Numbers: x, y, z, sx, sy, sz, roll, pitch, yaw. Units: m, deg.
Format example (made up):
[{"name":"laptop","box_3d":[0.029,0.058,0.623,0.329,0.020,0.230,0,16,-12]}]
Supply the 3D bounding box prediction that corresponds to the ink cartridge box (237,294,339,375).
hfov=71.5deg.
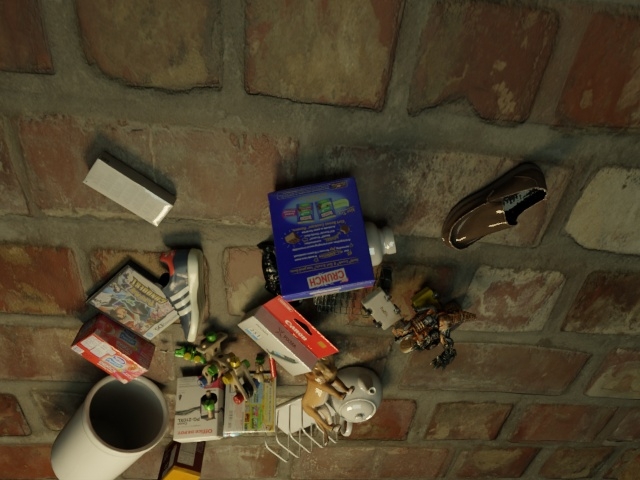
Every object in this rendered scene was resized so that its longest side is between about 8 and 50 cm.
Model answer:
[{"name":"ink cartridge box","box_3d":[-0.121,0.345,1.575,0.296,0.066,0.261,45,140,-10]}]

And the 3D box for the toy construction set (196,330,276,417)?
[{"name":"toy construction set","box_3d":[-0.324,0.451,1.672,0.309,0.257,0.237,-13,109,-27]}]

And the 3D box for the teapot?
[{"name":"teapot","box_3d":[0.146,0.668,1.848,0.253,0.187,0.256,-23,124,13]}]

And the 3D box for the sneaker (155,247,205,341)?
[{"name":"sneaker","box_3d":[-0.479,0.185,1.512,0.148,0.131,0.350,3,111,-5]}]

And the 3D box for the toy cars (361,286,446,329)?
[{"name":"toy cars","box_3d":[0.287,0.222,1.559,0.394,0.087,0.176,3,121,-30]}]

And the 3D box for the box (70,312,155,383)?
[{"name":"box","box_3d":[-0.760,0.397,1.645,0.128,0.122,0.257,-30,121,17]}]

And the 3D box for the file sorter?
[{"name":"file sorter","box_3d":[-0.086,0.822,1.949,0.278,0.173,0.193,-29,121,16]}]

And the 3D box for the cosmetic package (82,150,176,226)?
[{"name":"cosmetic package","box_3d":[-0.560,-0.150,1.318,0.239,0.060,0.099,36,114,-24]}]

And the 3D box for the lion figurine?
[{"name":"lion figurine","box_3d":[-0.006,0.598,1.749,0.240,0.142,0.392,28,111,26]}]

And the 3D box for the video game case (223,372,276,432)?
[{"name":"video game case","box_3d":[-0.285,0.660,1.813,0.206,0.226,0.026,0,161,-3]}]

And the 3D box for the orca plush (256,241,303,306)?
[{"name":"orca plush","box_3d":[-0.128,0.138,1.517,0.151,0.102,0.287,-7,124,1]}]

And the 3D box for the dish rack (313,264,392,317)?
[{"name":"dish rack","box_3d":[0.113,0.181,1.583,0.272,0.074,0.208,5,123,-5]}]

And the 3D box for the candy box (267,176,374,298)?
[{"name":"candy box","box_3d":[0.000,0.000,1.305,0.268,0.317,0.122,-10,163,4]}]

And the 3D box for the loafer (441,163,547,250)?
[{"name":"loafer","box_3d":[0.537,-0.089,1.383,0.134,0.130,0.366,36,116,-24]}]

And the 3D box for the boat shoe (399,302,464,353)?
[{"name":"boat shoe","box_3d":[0.432,0.353,1.701,0.092,0.103,0.285,40,108,-21]}]

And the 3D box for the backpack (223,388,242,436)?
[{"name":"backpack","box_3d":[-0.374,0.725,1.864,0.158,0.173,0.116,2,124,-4]}]

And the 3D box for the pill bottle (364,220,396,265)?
[{"name":"pill bottle","box_3d":[0.103,0.022,1.425,0.264,0.146,0.146,-12,124,5]}]

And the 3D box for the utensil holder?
[{"name":"utensil holder","box_3d":[-0.849,0.771,1.784,0.328,0.327,0.385,32,120,-23]}]

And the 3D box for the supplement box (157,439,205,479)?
[{"name":"supplement box","box_3d":[-0.637,1.017,2.036,0.129,0.194,0.191,29,118,-21]}]

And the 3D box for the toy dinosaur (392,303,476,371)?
[{"name":"toy dinosaur","box_3d":[0.404,0.313,1.540,0.322,0.164,0.218,-4,111,0]}]

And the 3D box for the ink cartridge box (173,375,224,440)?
[{"name":"ink cartridge box","box_3d":[-0.481,0.668,1.771,0.172,0.237,0.100,-5,153,0]}]

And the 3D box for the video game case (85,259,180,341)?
[{"name":"video game case","box_3d":[-0.644,0.224,1.586,0.248,0.035,0.275,-36,119,20]}]

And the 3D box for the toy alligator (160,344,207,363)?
[{"name":"toy alligator","box_3d":[-0.523,0.433,1.730,0.190,0.056,0.051,22,81,-18]}]
